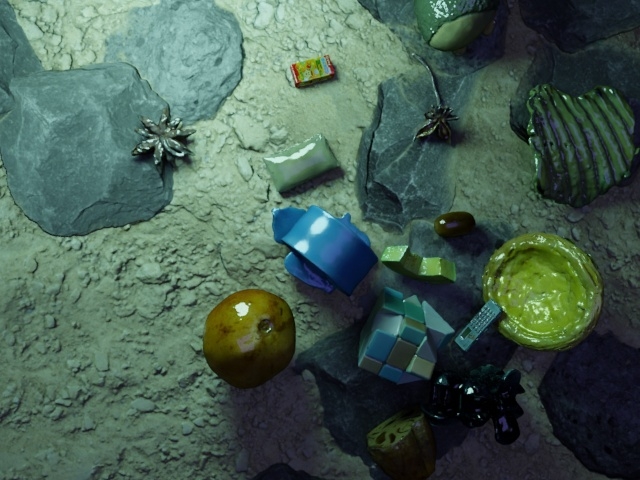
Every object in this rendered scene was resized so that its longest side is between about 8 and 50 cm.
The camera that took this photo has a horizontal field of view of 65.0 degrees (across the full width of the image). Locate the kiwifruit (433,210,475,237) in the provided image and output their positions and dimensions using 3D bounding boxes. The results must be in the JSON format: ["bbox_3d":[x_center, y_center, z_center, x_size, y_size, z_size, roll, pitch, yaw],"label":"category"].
[{"bbox_3d":[0.399,-0.048,1.494,0.125,0.075,0.075,-8,88,-2],"label":"kiwifruit"}]

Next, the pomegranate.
[{"bbox_3d":[-0.188,0.262,1.339,0.265,0.264,0.264,0,87,-5],"label":"pomegranate"}]

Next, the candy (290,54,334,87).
[{"bbox_3d":[-0.025,-0.503,1.493,0.122,0.038,0.062,-17,89,-6],"label":"candy"}]

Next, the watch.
[{"bbox_3d":[0.000,0.000,1.354,0.305,0.274,0.241,38,85,-7],"label":"watch"}]

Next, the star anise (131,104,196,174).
[{"bbox_3d":[-0.456,-0.293,1.432,0.195,0.065,0.182,-31,89,-2],"label":"star anise"}]

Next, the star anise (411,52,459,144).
[{"bbox_3d":[0.326,-0.425,1.533,0.148,0.218,0.227,-20,44,23],"label":"star anise"}]

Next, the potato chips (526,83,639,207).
[{"bbox_3d":[0.780,-0.297,1.529,0.374,0.097,0.388,1,86,-11],"label":"potato chips"}]

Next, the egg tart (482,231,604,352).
[{"bbox_3d":[0.633,0.143,1.427,0.133,0.346,0.344,6,86,-44],"label":"egg tart"}]

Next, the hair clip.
[{"bbox_3d":[0.432,0.421,1.360,0.310,0.206,0.194,6,90,-39],"label":"hair clip"}]

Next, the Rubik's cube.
[{"bbox_3d":[0.232,0.274,1.392,0.213,0.265,0.224,22,113,-2],"label":"Rubik's cube"}]

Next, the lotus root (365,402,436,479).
[{"bbox_3d":[0.243,0.583,1.385,0.188,0.199,0.179,-30,85,1],"label":"lotus root"}]

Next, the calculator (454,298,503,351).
[{"bbox_3d":[0.462,0.250,1.468,0.018,0.057,0.172,18,114,-44],"label":"calculator"}]

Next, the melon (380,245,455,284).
[{"bbox_3d":[0.280,0.070,1.458,0.210,0.118,0.064,22,72,-16],"label":"melon"}]

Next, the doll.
[{"bbox_3d":[0.379,-0.730,1.458,0.248,0.247,0.349,-19,83,-6],"label":"doll"}]

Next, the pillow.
[{"bbox_3d":[-0.054,-0.229,1.471,0.208,0.053,0.119,-26,88,-3],"label":"pillow"}]
